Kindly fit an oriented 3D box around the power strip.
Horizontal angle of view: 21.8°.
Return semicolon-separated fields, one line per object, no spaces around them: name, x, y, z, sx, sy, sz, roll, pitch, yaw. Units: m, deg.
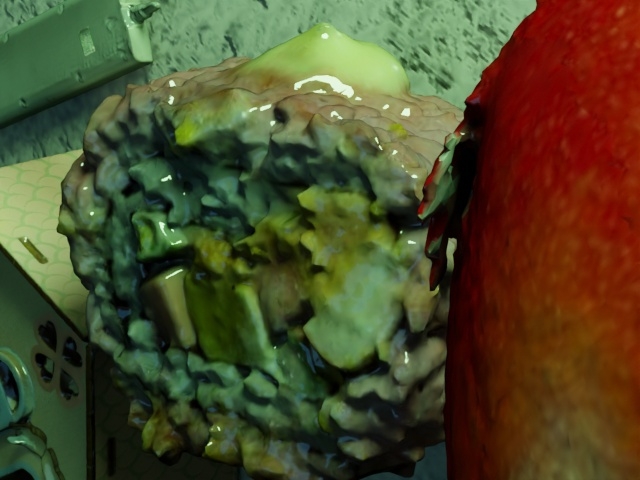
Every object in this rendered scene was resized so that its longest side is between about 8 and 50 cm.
power strip;-0.182;-0.128;1.146;0.252;0.027;0.060;-15;89;46

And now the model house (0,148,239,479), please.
model house;-0.171;0.100;1.102;0.244;0.169;0.326;-25;82;44

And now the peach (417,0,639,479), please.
peach;0.196;0.057;0.589;0.370;0.370;0.370;15;112;42

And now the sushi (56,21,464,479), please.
sushi;0.000;0.000;0.900;0.270;0.170;0.237;8;107;41
